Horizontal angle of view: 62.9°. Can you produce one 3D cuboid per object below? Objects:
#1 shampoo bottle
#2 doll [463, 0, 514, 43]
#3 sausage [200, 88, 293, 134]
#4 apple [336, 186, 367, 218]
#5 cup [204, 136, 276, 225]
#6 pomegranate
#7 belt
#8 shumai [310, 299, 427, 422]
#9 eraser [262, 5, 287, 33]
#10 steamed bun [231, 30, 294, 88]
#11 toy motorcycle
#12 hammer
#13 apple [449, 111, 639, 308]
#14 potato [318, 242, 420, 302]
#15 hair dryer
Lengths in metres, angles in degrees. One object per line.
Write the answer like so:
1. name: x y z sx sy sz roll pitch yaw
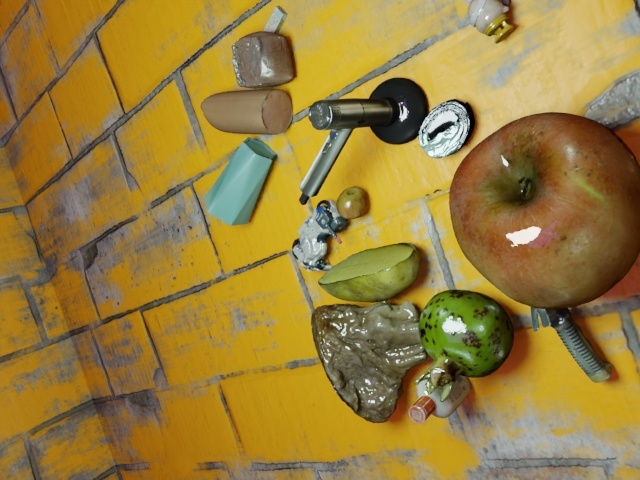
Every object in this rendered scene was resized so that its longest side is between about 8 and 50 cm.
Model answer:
1. shampoo bottle: 0.272 0.353 1.212 0.051 0.220 0.108 -44 75 37
2. doll: 0.340 -0.466 1.053 0.084 0.073 0.127 -36 81 4
3. sausage: -0.209 -0.360 1.464 0.252 0.123 0.123 11 108 36
4. apple: 0.080 -0.096 1.333 0.083 0.084 0.071 12 129 35
5. cup: -0.228 -0.173 1.518 0.236 0.134 0.148 -56 40 28
6. pomegranate: 0.307 0.224 1.147 0.210 0.263 0.211 27 155 14
7. belt: 0.280 -0.245 1.158 0.105 0.058 0.140 45 121 13
8. shumai: 0.147 0.275 1.362 0.283 0.217 0.346 -36 89 6
9. eraser: -0.123 -0.582 1.405 0.038 0.019 0.083 51 126 16
10. steamed bun: -0.161 -0.480 1.395 0.175 0.106 0.145 2 112 34
11. toy motorcycle: 0.000 0.000 1.413 0.150 0.102 0.221 55 128 29
12. hammer: 0.505 0.188 1.055 0.041 0.158 0.227 -33 94 45
13. apple: 0.418 -0.050 0.946 0.338 0.304 0.339 -24 57 42
14. potato: 0.137 0.096 1.303 0.271 0.160 0.111 -17 106 37
15. hair dryer: 0.052 -0.235 1.195 0.156 0.320 0.284 58 138 10
